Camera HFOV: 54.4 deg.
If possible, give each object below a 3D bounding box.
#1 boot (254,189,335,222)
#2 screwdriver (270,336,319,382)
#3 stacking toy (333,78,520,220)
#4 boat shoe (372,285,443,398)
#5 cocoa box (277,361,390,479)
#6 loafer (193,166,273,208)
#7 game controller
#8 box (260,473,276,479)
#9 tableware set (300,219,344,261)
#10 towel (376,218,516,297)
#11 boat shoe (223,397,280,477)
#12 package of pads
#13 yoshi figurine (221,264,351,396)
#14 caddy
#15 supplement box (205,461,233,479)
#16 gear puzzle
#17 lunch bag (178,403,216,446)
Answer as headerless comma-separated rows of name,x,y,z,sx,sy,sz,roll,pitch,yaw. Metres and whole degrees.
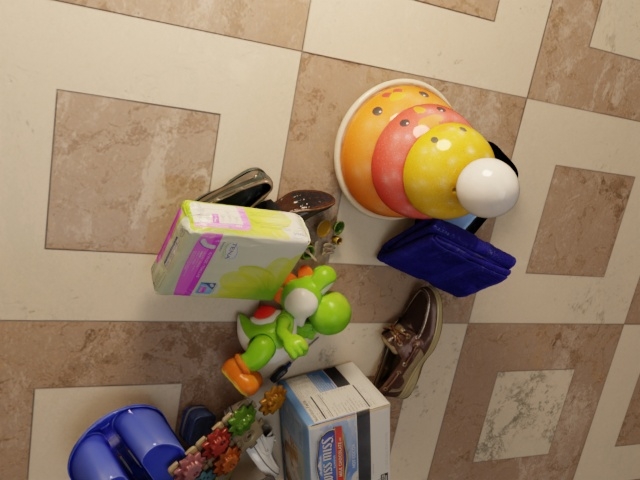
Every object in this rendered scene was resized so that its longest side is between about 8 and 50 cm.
boot,-0.068,-0.054,1.501,0.219,0.082,0.106,-14,137,-28
screwdriver,-0.069,0.310,1.644,0.025,0.024,0.170,43,80,-1
stacking toy,0.271,-0.160,1.366,0.351,0.480,0.350,-8,111,-22
boat shoe,0.227,0.280,1.709,0.123,0.123,0.341,10,109,-28
cocoa box,0.033,0.543,1.645,0.228,0.231,0.346,-10,111,-21
loafer,-0.221,-0.067,1.404,0.267,0.084,0.096,-40,120,-7
game controller,0.392,-0.111,1.674,0.166,0.067,0.319,41,88,-29
box,-0.290,0.730,1.477,0.318,0.097,0.395,-43,160,17
tableware set,0.000,0.000,1.529,0.154,0.024,0.104,-7,117,-44
towel,0.330,0.058,1.633,0.308,0.076,0.228,25,140,-28
boat shoe,-0.157,0.521,1.632,0.084,0.095,0.258,-31,118,-7
package of pads,-0.195,0.026,1.377,0.297,0.101,0.229,6,135,-34
yoshi figurine,-0.059,0.232,1.533,0.362,0.203,0.203,-48,135,-5
caddy,-0.436,0.536,1.461,0.241,0.179,0.341,-33,134,-22
supplement box,-0.274,0.586,1.623,0.083,0.056,0.083,24,97,-29
gear puzzle,-0.198,0.481,1.498,0.339,0.044,0.175,-40,137,-25
lunch bag,-0.311,0.464,1.561,0.067,0.065,0.098,7,104,-42
